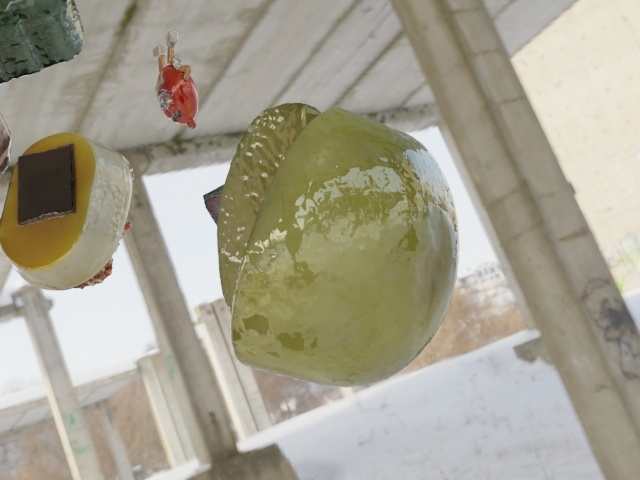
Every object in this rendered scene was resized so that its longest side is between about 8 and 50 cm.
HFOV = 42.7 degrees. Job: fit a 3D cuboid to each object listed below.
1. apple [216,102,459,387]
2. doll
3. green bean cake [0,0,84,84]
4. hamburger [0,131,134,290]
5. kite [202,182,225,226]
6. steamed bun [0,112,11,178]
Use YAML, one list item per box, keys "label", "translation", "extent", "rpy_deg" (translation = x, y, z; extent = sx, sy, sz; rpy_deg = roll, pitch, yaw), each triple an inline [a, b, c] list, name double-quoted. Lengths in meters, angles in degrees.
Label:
- label: "apple"
  translation: [0.020, 0.006, 0.833]
  extent: [0.233, 0.258, 0.295]
  rpy_deg: [15, 4, -15]
- label: "doll"
  translation: [-0.339, -0.355, 1.882]
  extent: [0.085, 0.217, 0.183]
  rpy_deg: [-15, 1, -29]
- label: "green bean cake"
  translation: [-0.517, -0.357, 1.115]
  extent: [0.307, 0.300, 0.169]
  rpy_deg: [-25, -13, -13]
- label: "hamburger"
  translation: [-0.462, -0.052, 1.494]
  extent: [0.227, 0.295, 0.151]
  rpy_deg: [3, -17, 14]
- label: "kite"
  translation: [-0.052, 0.036, 1.303]
  extent: [0.204, 0.361, 0.022]
  rpy_deg: [-16, -22, -6]
- label: "steamed bun"
  translation: [-0.466, -0.096, 0.758]
  extent: [0.301, 0.252, 0.199]
  rpy_deg: [13, -40, 18]
